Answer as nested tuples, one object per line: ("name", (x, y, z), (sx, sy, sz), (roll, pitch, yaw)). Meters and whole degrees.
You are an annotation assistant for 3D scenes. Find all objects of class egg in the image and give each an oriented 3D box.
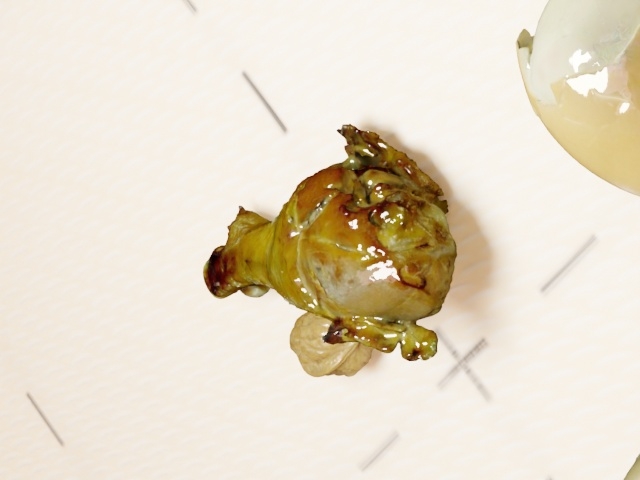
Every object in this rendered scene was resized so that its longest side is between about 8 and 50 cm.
("egg", (0.275, -0.135, 1.600), (0.244, 0.201, 0.201), (49, 138, 0))

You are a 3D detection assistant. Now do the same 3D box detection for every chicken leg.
("chicken leg", (0.002, -0.012, 1.985), (0.361, 0.140, 0.211), (19, 90, 53))

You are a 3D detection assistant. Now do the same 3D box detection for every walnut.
("walnut", (0.012, 0.105, 2.078), (0.079, 0.082, 0.096), (32, 160, -28))

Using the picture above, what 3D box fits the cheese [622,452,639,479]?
("cheese", (0.344, 0.276, 1.808), (0.175, 0.091, 0.202), (-34, 84, 47))
